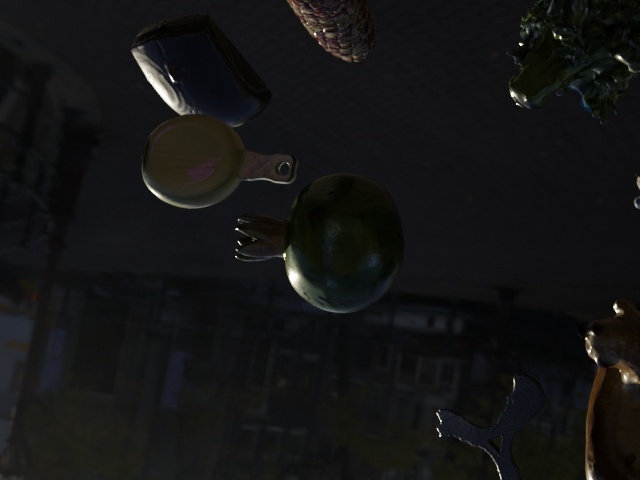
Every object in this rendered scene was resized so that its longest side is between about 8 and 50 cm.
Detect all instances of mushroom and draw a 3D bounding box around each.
[{"bbox_3d":[0.504,0.247,1.509,0.345,0.345,0.259,5,152,34],"label":"mushroom"}]

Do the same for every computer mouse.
[{"bbox_3d":[-0.206,-0.274,1.900,0.170,0.100,0.269,-10,145,28],"label":"computer mouse"}]

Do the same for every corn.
[{"bbox_3d":[0.020,-0.320,1.493,0.098,0.098,0.290,8,174,15],"label":"corn"}]

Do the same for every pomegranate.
[{"bbox_3d":[0.000,0.002,1.441,0.225,0.187,0.187,5,172,-1],"label":"pomegranate"}]

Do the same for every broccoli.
[{"bbox_3d":[0.235,-0.174,1.008,0.167,0.160,0.154,40,165,33],"label":"broccoli"}]

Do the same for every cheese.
[{"bbox_3d":[-0.141,-0.109,1.535,0.227,0.137,0.064,5,169,18],"label":"cheese"}]

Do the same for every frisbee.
[{"bbox_3d":[0.226,0.259,1.445,0.012,0.211,0.187,-12,-159,-40],"label":"frisbee"}]

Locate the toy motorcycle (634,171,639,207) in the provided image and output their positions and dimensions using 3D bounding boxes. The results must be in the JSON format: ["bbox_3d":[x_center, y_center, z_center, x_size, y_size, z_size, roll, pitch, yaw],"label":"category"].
[{"bbox_3d":[0.453,-0.071,1.263,0.221,0.150,0.102,3,-158,-40],"label":"toy motorcycle"}]
